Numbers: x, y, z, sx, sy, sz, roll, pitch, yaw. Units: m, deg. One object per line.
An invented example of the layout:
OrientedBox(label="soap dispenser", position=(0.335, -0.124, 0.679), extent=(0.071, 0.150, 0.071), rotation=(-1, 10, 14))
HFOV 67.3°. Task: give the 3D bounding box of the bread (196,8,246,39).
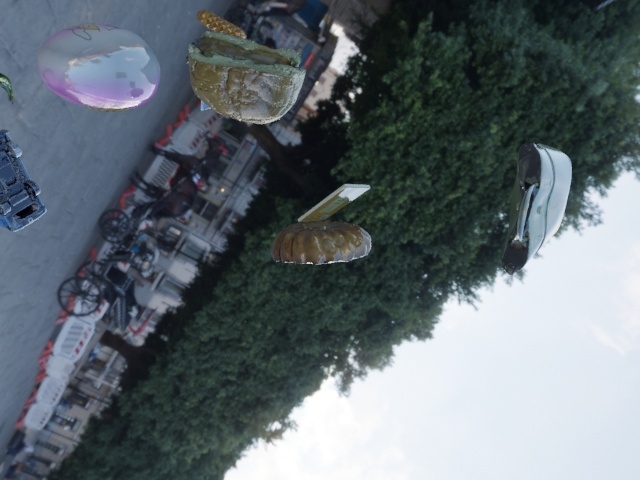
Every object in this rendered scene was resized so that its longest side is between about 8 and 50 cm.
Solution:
OrientedBox(label="bread", position=(-0.300, -0.650, 1.461), extent=(0.044, 0.157, 0.052), rotation=(-58, -162, 27))

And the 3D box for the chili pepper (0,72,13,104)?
OrientedBox(label="chili pepper", position=(-0.713, -0.232, 0.852), extent=(0.076, 0.084, 0.359), rotation=(2, -148, 37))

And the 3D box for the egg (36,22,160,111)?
OrientedBox(label="egg", position=(-0.491, -0.388, 1.078), extent=(0.271, 0.196, 0.196), rotation=(-5, 139, -53))

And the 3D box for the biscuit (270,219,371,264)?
OrientedBox(label="biscuit", position=(0.000, 0.000, 1.521), extent=(0.326, 0.326, 0.107), rotation=(-132, -144, -75))

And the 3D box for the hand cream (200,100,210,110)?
OrientedBox(label="hand cream", position=(-0.268, -0.459, 1.503), extent=(0.271, 0.058, 0.091), rotation=(-24, 137, -50))

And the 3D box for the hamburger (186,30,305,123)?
OrientedBox(label="hamburger", position=(-0.198, -0.403, 1.238), extent=(0.211, 0.309, 0.132), rotation=(104, -4, -59))

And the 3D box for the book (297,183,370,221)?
OrientedBox(label="book", position=(0.034, -0.096, 1.242), extent=(0.172, 0.012, 0.118), rotation=(-34, 165, 34))

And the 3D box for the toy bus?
OrientedBox(label="toy bus", position=(-0.793, -0.149, 1.179), extent=(0.116, 0.134, 0.233), rotation=(-54, 149, -45))

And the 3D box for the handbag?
OrientedBox(label="handbag", position=(0.390, -0.070, 0.920), extent=(0.315, 0.109, 0.241), rotation=(-20, 116, -51))
